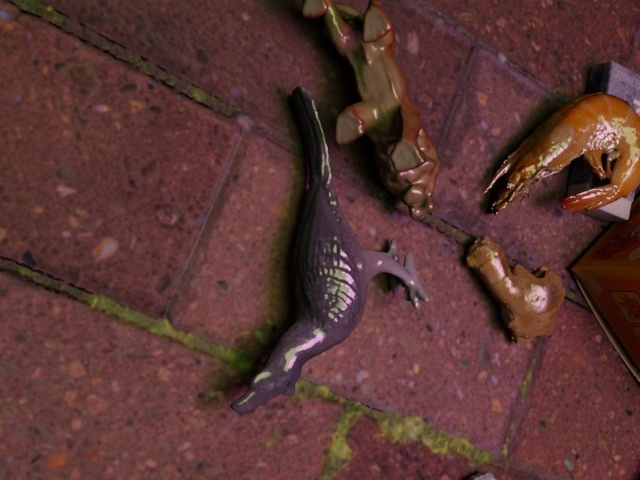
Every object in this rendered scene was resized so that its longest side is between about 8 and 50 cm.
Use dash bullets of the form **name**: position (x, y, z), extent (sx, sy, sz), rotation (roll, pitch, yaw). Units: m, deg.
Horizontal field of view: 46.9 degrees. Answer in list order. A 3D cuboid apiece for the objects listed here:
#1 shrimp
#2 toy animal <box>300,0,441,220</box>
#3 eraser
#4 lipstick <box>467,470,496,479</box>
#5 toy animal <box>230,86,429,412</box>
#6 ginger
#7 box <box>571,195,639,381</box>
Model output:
- **shrimp**: position (0.328, -0.100, 0.980), extent (0.248, 0.068, 0.150), rotation (-29, 81, -4)
- **toy animal**: position (0.067, -0.170, 0.858), extent (0.097, 0.157, 0.313), rotation (-17, 90, 18)
- **eraser**: position (0.413, -0.140, 1.050), extent (0.091, 0.046, 0.213), rotation (17, 81, -23)
- **lipstick**: position (0.168, 0.325, 0.930), extent (0.116, 0.037, 0.037), rotation (-13, 94, -21)
- **toy animal**: position (0.028, 0.024, 0.846), extent (0.205, 0.081, 0.367), rotation (15, 78, -26)
- **ginger**: position (0.263, 0.057, 0.962), extent (0.096, 0.067, 0.165), rotation (-34, 104, 0)
- **box**: position (0.553, 0.049, 1.021), extent (0.283, 0.214, 0.260), rotation (-41, 102, -22)
